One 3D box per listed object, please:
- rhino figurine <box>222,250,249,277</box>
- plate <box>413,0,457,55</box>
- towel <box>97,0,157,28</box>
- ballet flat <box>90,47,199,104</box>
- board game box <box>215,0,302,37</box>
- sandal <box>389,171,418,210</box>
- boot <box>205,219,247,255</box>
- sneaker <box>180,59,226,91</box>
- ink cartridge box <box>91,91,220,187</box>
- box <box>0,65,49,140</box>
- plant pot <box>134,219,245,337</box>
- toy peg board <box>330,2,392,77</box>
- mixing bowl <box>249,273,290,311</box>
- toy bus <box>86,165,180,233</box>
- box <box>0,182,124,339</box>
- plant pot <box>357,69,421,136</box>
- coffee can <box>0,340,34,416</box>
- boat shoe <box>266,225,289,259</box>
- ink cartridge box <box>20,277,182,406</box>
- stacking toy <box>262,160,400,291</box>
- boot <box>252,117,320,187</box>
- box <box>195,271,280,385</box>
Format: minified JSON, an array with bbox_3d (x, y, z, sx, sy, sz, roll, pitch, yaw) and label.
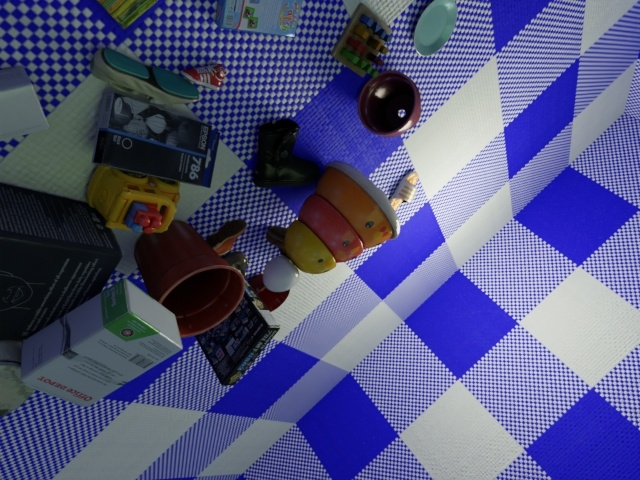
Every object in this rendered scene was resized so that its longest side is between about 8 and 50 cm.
[{"bbox_3d":[-0.358,0.115,1.601,0.243,0.073,0.106,-29,147,-18],"label":"rhino figurine"},{"bbox_3d":[0.368,-0.695,1.494,0.188,0.024,0.188,-28,144,-22],"label":"plate"},{"bbox_3d":[-0.422,-0.525,0.872,0.102,0.021,0.237,-44,146,0],"label":"towel"},{"bbox_3d":[-0.397,-0.358,1.046,0.248,0.086,0.086,12,119,-49],"label":"ballet flat"},{"bbox_3d":[-0.136,-0.578,1.092,0.211,0.039,0.160,-12,136,-37],"label":"board game box"},{"bbox_3d":[0.360,-0.176,2.013,0.102,0.076,0.265,8,122,-50],"label":"sandal"},{"bbox_3d":[-0.305,-0.008,1.538,0.158,0.059,0.085,-33,149,1],"label":"boot"},{"bbox_3d":[-0.282,-0.412,1.122,0.118,0.042,0.067,0,132,-55],"label":"sneaker"},{"bbox_3d":[-0.379,-0.235,1.145,0.332,0.065,0.165,6,94,-50],"label":"ink cartridge box"},{"bbox_3d":[-0.609,-0.269,0.903,0.101,0.087,0.102,-25,142,-25],"label":"box"},{"bbox_3d":[-0.406,0.096,1.357,0.272,0.265,0.272,-27,143,-23],"label":"plant pot"},{"bbox_3d":[0.141,-0.570,1.350,0.161,0.079,0.161,10,121,-51],"label":"toy peg board"},{"bbox_3d":[-0.221,0.196,1.807,0.181,0.098,0.181,-28,144,-23],"label":"mixing bowl"},{"bbox_3d":[-0.442,-0.088,1.167,0.220,0.211,0.149,8,120,-51],"label":"toy bus"},{"bbox_3d":[-0.718,0.050,1.033,0.293,0.212,0.395,-53,146,15],"label":"box"},{"bbox_3d":[0.247,-0.439,1.522,0.201,0.201,0.180,-57,160,20],"label":"plant pot"},{"bbox_3d":[-0.826,0.265,1.102,0.201,0.275,0.202,-27,143,-23],"label":"coffee can"},{"bbox_3d":[-0.102,0.028,1.732,0.307,0.111,0.104,16,115,-52],"label":"boat shoe"},{"bbox_3d":[-0.521,0.252,1.111,0.289,0.121,0.211,-31,139,0],"label":"ink cartridge box"},{"bbox_3d":[0.000,0.000,1.560,0.480,0.350,0.351,-44,147,-7],"label":"stacking toy"},{"bbox_3d":[-0.088,-0.272,1.428,0.246,0.094,0.207,-11,139,-30],"label":"boot"},{"bbox_3d":[-0.319,0.312,1.660,0.073,0.293,0.295,19,113,-52],"label":"box"}]
